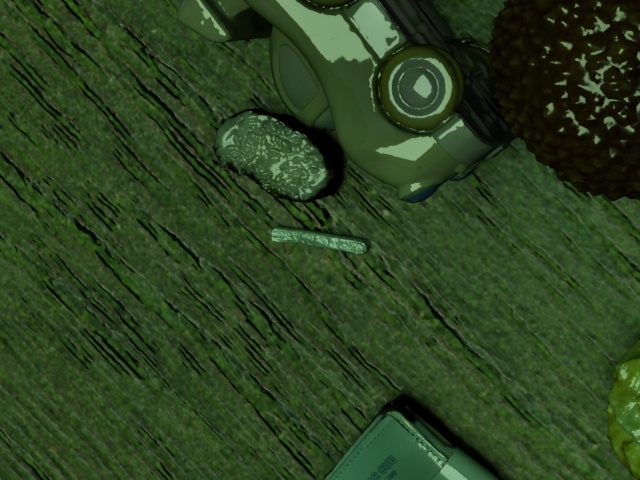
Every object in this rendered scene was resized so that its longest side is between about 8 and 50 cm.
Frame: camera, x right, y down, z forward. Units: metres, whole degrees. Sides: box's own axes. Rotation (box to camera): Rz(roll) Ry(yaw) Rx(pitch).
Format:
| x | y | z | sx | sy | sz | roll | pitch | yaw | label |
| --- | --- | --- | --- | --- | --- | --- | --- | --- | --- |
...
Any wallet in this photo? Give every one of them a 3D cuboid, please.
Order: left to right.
| x | y | z | sx | sy | sz | roll | pitch | yaw | label |
| --- | --- | --- | --- | --- | --- | --- | --- | --- | --- |
| 0.135 | 0.320 | 1.835 | 0.250 | 0.075 | 0.176 | 41 | 116 | 7 | wallet |

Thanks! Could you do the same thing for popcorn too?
| x | y | z | sx | sy | sz | roll | pitch | yaw | label |
| --- | --- | --- | --- | --- | --- | --- | --- | --- | --- |
| 0.419 | 0.189 | 1.660 | 0.221 | 0.184 | 0.204 | -1 | 88 | 32 | popcorn |

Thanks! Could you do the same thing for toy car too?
| x | y | z | sx | sy | sz | roll | pitch | yaw | label |
| --- | --- | --- | --- | --- | --- | --- | --- | --- | --- |
| 0.038 | -0.190 | 1.675 | 0.226 | 0.242 | 0.336 | -36 | 87 | 20 | toy car |

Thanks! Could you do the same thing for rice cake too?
| x | y | z | sx | sy | sz | roll | pitch | yaw | label |
| --- | --- | --- | --- | --- | --- | --- | --- | --- | --- |
| 0.000 | 0.000 | 1.840 | 0.121 | 0.022 | 0.021 | 8 | 104 | 16 | rice cake |

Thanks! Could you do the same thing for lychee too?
| x | y | z | sx | sy | sz | roll | pitch | yaw | label |
| --- | --- | --- | --- | --- | --- | --- | --- | --- | --- |
| 0.301 | -0.172 | 1.598 | 0.268 | 0.267 | 0.267 | 4 | 102 | 18 | lychee |

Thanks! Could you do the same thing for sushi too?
| x | y | z | sx | sy | sz | roll | pitch | yaw | label |
| --- | --- | --- | --- | --- | --- | --- | --- | --- | --- |
| -0.046 | -0.101 | 1.807 | 0.150 | 0.078 | 0.090 | 25 | 101 | 13 | sushi |
